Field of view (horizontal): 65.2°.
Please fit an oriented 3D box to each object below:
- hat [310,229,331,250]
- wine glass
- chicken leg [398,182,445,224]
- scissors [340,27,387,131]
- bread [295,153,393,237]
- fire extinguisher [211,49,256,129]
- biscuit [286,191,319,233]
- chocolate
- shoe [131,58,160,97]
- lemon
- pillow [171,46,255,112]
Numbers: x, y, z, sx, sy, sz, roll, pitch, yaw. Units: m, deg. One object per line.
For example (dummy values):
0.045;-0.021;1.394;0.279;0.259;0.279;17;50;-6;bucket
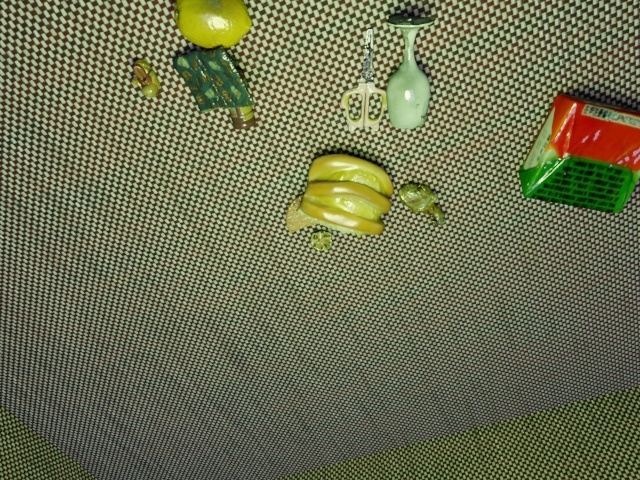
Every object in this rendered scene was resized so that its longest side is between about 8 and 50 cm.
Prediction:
0.000;-0.001;1.868;0.077;0.059;0.076;-2;93;-12;hat
0.259;-0.493;1.471;0.143;0.143;0.321;-3;127;0;wine glass
0.373;-0.131;1.770;0.227;0.088;0.103;32;106;-19;chicken leg
0.141;-0.485;1.540;0.160;0.024;0.318;-1;126;-1;scissors
0.099;-0.143;1.661;0.315;0.211;0.270;18;108;-19;bread
-0.273;-0.460;1.509;0.106;0.075;0.252;-14;127;-4;fire extinguisher
-0.030;-0.114;1.797;0.224;0.033;0.145;-23;121;9;biscuit
0.872;-0.284;1.630;0.359;0.161;0.341;9;125;-9;chocolate
-0.525;-0.482;1.492;0.072;0.069;0.109;2;121;4;shoe
-0.290;-0.604;1.351;0.207;0.170;0.170;3;126;-12;lemon
-0.315;-0.463;1.455;0.255;0.034;0.189;9;140;40;pillow
